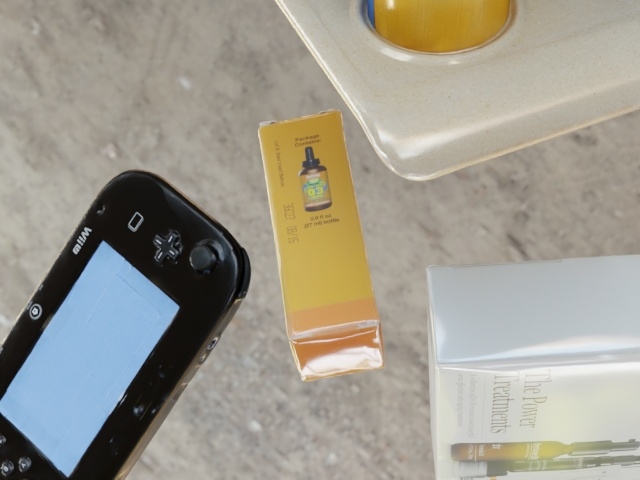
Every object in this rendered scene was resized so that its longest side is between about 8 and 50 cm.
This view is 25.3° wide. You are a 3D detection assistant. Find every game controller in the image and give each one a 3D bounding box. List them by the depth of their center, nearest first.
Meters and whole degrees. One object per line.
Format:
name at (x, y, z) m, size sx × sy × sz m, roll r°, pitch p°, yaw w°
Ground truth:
game controller at (-0.190, 0.100, 1.201) m, size 0.166 × 0.319 × 0.067 m, roll 36°, pitch -172°, yaw 18°

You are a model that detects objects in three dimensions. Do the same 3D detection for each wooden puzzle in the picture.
wooden puzzle at (0.118, -0.222, 0.962) m, size 0.080 × 0.322 × 0.348 m, roll 89°, pitch 157°, yaw -50°

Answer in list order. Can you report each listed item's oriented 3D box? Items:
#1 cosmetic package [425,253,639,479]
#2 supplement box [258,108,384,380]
cosmetic package at (0.240, 0.135, 1.268) m, size 0.284 × 0.097 × 0.377 m, roll -6°, pitch 152°, yaw 3°
supplement box at (0.000, 0.000, 1.228) m, size 0.078 × 0.233 × 0.080 m, roll -10°, pitch 146°, yaw 2°
